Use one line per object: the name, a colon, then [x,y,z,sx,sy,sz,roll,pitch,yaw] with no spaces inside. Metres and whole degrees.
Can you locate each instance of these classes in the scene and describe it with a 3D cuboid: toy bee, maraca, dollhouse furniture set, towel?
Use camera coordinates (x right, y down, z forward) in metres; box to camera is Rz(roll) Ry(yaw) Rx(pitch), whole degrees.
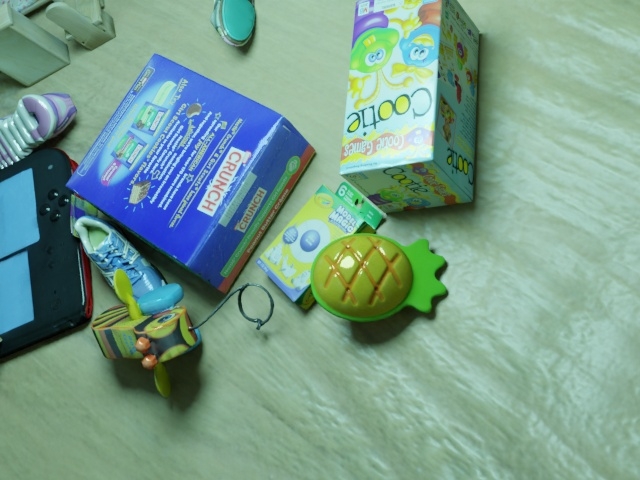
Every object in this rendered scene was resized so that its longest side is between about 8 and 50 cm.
toy bee: [-0.242,0.124,1.622,0.298,0.162,0.195,-36,91,38]
maraca: [0.079,0.049,1.528,0.185,0.099,0.127,-1,72,3]
dollhouse furniture set: [-0.571,-0.493,2.085,0.303,0.174,0.355,-24,64,20]
towel: [-0.392,-0.033,1.863,0.009,0.060,0.083,-26,55,27]

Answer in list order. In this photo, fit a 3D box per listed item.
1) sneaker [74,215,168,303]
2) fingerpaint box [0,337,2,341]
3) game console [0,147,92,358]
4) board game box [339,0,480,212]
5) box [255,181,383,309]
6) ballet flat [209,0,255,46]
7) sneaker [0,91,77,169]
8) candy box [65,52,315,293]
sneaker: [-0.321,0.039,1.770,0.080,0.081,0.211,-48,63,2]
fingerpaint box: [-0.815,0.168,1.830,0.445,0.163,0.371,-39,94,17]
game console: [-0.563,0.043,1.934,0.386,0.060,0.342,-23,59,21]
board game box: [0.129,-0.198,1.573,0.142,0.144,0.275,-7,65,29]
box: [0.000,0.000,1.627,0.179,0.043,0.105,-48,54,2]
ballet flat: [-0.152,-0.404,1.885,0.079,0.077,0.221,-25,52,41]
sneaker: [-0.516,-0.201,2.001,0.236,0.104,0.095,-23,99,42]
candy box: [-0.205,-0.112,1.750,0.317,0.122,0.268,30,85,38]
